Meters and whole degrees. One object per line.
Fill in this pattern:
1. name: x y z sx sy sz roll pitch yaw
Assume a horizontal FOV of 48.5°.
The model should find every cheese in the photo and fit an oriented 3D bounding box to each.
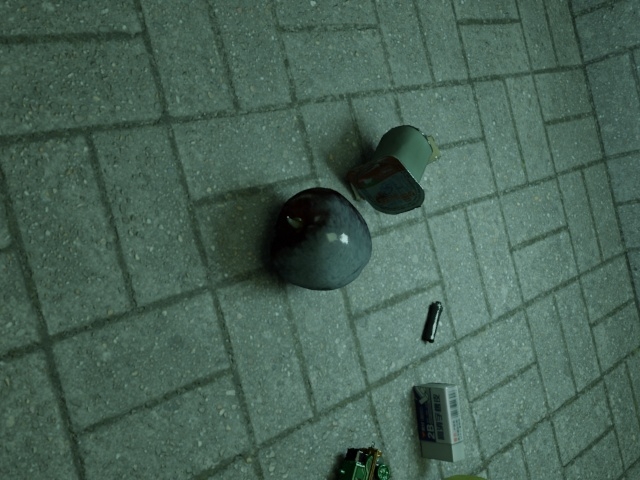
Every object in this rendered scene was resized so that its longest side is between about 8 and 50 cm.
1. cheese: 0.227 -0.220 2.108 0.400 0.034 0.085 -29 102 -40

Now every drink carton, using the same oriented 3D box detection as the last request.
1. drink carton: 0.210 -0.200 1.970 0.191 0.185 0.189 45 45 -22

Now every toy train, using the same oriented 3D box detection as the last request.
1. toy train: 0.094 0.624 1.829 0.136 0.091 0.227 25 67 -24

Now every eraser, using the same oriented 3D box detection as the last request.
1. eraser: 0.341 0.518 2.033 0.068 0.124 0.210 -2 85 -42

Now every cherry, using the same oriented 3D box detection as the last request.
1. cherry: 0.000 0.000 1.757 0.296 0.218 0.255 30 58 -40

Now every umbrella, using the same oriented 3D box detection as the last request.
1. umbrella: 0.338 0.244 2.134 0.036 0.031 0.133 37 61 -33

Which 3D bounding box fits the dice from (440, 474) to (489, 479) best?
1. dice: 0.405 0.810 1.971 0.227 0.233 0.238 -27 101 -41
